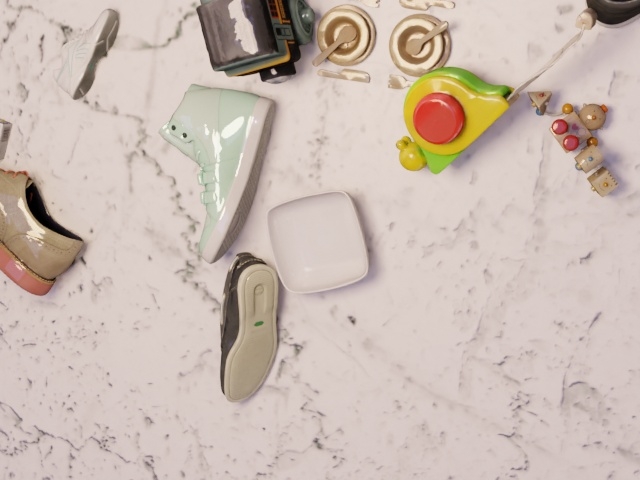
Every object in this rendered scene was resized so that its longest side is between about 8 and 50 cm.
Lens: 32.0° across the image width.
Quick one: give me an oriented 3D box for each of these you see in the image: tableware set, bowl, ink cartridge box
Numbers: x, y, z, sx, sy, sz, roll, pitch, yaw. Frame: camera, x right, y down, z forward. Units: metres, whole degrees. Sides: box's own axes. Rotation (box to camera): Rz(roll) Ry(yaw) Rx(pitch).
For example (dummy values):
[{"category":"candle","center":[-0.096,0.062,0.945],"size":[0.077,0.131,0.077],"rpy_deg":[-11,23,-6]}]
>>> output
[{"category":"tableware set","center":[0.083,-0.278,1.555],"size":[0.194,0.039,0.128],"rpy_deg":[10,103,16]},{"category":"bowl","center":[0.000,0.000,1.624],"size":[0.142,0.053,0.142],"rpy_deg":[-13,96,19]},{"category":"ink cartridge box","center":[-0.554,-0.177,1.782],"size":[0.115,0.029,0.063],"rpy_deg":[22,106,14]}]

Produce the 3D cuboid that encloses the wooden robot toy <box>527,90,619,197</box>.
[{"category":"wooden robot toy","center":[0.352,-0.147,1.479],"size":[0.079,0.076,0.173],"rpy_deg":[-36,88,9]}]

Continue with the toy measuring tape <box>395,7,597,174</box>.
[{"category":"toy measuring tape","center":[0.208,-0.214,1.472],"size":[0.121,0.121,0.330],"rpy_deg":[48,121,4]}]

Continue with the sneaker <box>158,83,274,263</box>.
[{"category":"sneaker","center":[-0.171,-0.103,1.637],"size":[0.151,0.094,0.256],"rpy_deg":[17,95,8]}]

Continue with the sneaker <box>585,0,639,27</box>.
[{"category":"sneaker","center":[0.443,-0.377,1.365],"size":[0.296,0.147,0.104],"rpy_deg":[-44,83,18]}]

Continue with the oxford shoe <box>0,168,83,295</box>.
[{"category":"oxford shoe","center":[-0.513,-0.079,1.750],"size":[0.130,0.123,0.348],"rpy_deg":[-43,93,10]}]

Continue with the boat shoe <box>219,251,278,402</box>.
[{"category":"boat shoe","center":[-0.115,0.132,1.685],"size":[0.079,0.084,0.233],"rpy_deg":[33,121,50]}]

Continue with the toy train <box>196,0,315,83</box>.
[{"category":"toy train","center":[-0.107,-0.376,1.517],"size":[0.142,0.190,0.334],"rpy_deg":[-11,97,19]}]

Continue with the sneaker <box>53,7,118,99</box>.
[{"category":"sneaker","center":[-0.358,-0.290,1.687],"size":[0.061,0.053,0.152],"rpy_deg":[38,109,11]}]
